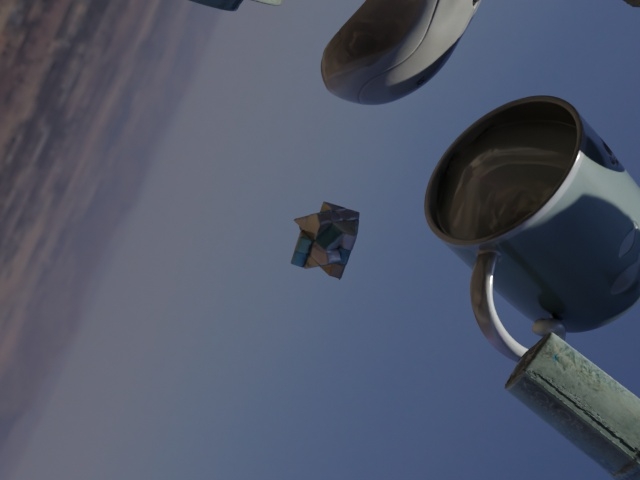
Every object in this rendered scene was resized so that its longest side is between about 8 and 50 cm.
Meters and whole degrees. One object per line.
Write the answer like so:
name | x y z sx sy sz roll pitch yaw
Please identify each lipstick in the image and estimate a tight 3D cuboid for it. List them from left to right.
lipstick | 0.341 0.221 1.565 0.076 0.290 0.077 -51 176 -25

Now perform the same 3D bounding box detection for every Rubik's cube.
Rubik's cube | 0.001 -0.003 1.577 0.084 0.073 0.075 -78 -173 -76

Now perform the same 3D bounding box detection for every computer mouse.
computer mouse | 0.129 -0.286 1.846 0.297 0.121 0.184 -43 163 12

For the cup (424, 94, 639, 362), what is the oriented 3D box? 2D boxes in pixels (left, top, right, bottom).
cup | 0.316 0.017 1.958 0.259 0.274 0.356 -12 -132 44

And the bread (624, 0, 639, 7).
bread | 0.166 -0.239 0.820 0.132 0.172 0.103 -55 -176 -13

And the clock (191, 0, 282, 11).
clock | -0.130 -0.247 1.231 0.236 0.237 0.053 -102 -149 -78
